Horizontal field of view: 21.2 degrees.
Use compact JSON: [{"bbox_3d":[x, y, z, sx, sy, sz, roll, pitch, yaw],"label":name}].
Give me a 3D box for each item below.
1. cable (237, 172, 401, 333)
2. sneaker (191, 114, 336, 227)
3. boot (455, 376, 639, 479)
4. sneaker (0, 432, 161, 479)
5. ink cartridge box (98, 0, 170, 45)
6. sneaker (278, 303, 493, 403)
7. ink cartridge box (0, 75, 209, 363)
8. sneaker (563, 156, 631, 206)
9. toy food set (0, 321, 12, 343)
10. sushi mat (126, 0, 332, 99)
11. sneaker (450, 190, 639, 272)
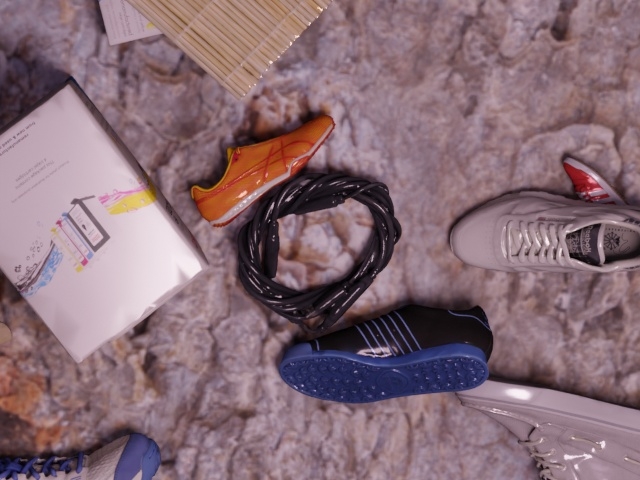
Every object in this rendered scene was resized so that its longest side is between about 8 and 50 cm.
[{"bbox_3d":[0.000,0.000,1.852,0.150,0.047,0.184,41,96,-8],"label":"cable"},{"bbox_3d":[-0.061,-0.085,1.824,0.175,0.064,0.067,-35,91,-4],"label":"sneaker"},{"bbox_3d":[0.259,0.227,1.885,0.258,0.095,0.123,14,89,-9],"label":"boot"},{"bbox_3d":[-0.313,0.275,1.815,0.296,0.112,0.131,-33,100,-2],"label":"sneaker"},{"bbox_3d":[-0.141,-0.274,1.781,0.181,0.061,0.104,-13,99,1],"label":"ink cartridge box"},{"bbox_3d":[0.073,0.117,1.863,0.232,0.090,0.081,-2,133,12],"label":"sneaker"},{"bbox_3d":[-0.250,-0.024,1.753,0.168,0.171,0.232,-37,101,-1],"label":"ink cartridge box"},{"bbox_3d":[0.296,-0.034,1.883,0.118,0.042,0.067,43,87,-12],"label":"sneaker"},{"bbox_3d":[-0.412,0.038,1.808,0.132,0.038,0.192,-20,99,-4],"label":"toy food set"},{"bbox_3d":[-0.148,-0.300,1.736,0.316,0.019,0.151,42,95,-4],"label":"sushi mat"},{"bbox_3d":[0.250,-0.003,1.830,0.235,0.095,0.090,-3,100,17],"label":"sneaker"}]
